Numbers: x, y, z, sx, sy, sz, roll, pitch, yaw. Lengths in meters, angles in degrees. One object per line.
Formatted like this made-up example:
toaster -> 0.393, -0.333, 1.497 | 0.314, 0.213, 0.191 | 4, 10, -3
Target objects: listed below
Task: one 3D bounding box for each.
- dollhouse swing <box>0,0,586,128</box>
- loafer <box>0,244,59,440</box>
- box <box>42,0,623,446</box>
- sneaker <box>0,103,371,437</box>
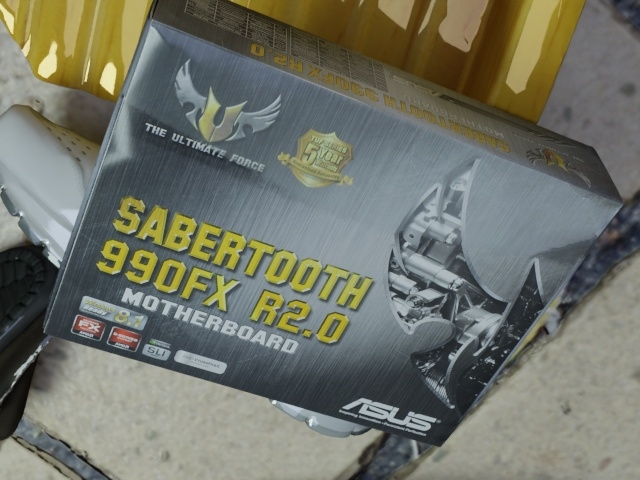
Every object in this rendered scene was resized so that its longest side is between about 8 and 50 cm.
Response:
dollhouse swing -> -0.035, -0.166, 0.372 | 0.347, 0.305, 0.315 | 16, 110, -4
loafer -> -0.232, 0.092, 0.609 | 0.220, 0.080, 0.078 | -44, 135, 16
box -> 0.000, 0.000, 0.448 | 0.231, 0.056, 0.183 | 19, 124, -15
sneaker -> -0.062, -0.002, 0.555 | 0.297, 0.111, 0.129 | 33, 97, -16
